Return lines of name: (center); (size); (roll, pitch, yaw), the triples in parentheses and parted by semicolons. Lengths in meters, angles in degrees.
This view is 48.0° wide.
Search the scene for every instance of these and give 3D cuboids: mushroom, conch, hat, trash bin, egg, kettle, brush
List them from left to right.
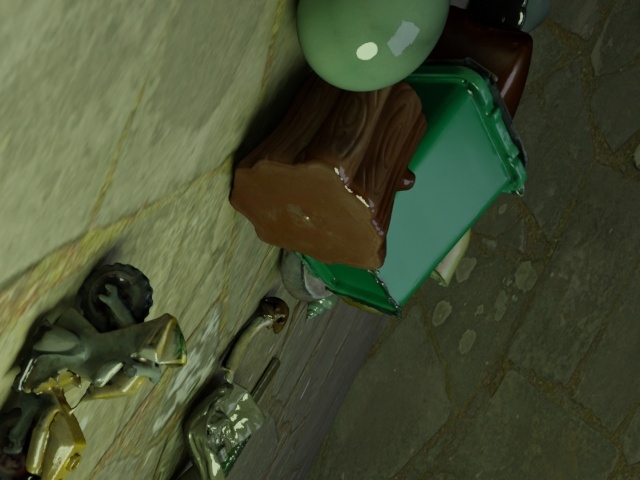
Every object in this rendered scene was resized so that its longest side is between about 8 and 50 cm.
hat: (-0.214, 0.355, 1.238); (0.244, 0.149, 0.214); (-29, -173, 19)
brush: (-0.156, 0.381, 1.540); (0.282, 0.048, 0.054); (-59, 169, -21)
mushroom: (-0.119, 0.173, 1.258); (0.187, 0.060, 0.061); (-50, 161, -33)
conch: (0.000, 0.112, 1.592); (0.065, 0.088, 0.180); (-17, -148, 41)
egg: (0.065, -0.275, 0.846); (0.231, 0.168, 0.168); (-56, 165, -32)
trash bin: (0.139, -0.081, 1.184); (0.381, 0.259, 0.295); (-51, 129, -18)
kettle: (0.449, -0.561, 1.796); (0.221, 0.161, 0.236); (-34, -174, 37)

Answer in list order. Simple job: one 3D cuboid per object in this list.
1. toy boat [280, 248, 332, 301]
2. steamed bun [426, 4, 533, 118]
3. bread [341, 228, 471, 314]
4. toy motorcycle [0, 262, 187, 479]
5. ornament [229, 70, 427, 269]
toy boat: (0.000, 0.000, 1.286); (0.155, 0.085, 0.228); (36, 74, -45)
steamed bun: (0.280, -0.282, 1.480); (0.248, 0.234, 0.379); (-62, 169, -15)
bread: (0.143, -0.021, 1.457); (0.333, 0.332, 0.160); (-65, -154, 7)
toy motorcycle: (-0.213, 0.136, 0.675); (0.229, 0.129, 0.094); (-60, 169, -12)
ornament: (0.029, -0.107, 0.943); (0.218, 0.221, 0.235); (-62, -174, -31)
